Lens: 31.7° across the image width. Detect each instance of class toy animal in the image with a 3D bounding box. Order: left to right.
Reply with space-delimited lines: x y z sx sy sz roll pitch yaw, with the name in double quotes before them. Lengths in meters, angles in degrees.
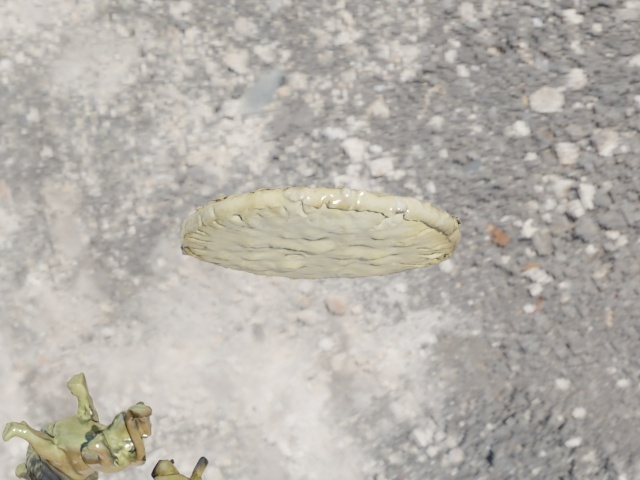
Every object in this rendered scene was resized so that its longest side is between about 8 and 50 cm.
"toy animal" -0.171 0.139 0.818 0.086 0.069 0.220 45 145 -9

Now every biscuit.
"biscuit" 0.000 0.000 0.593 0.152 0.152 0.020 -10 71 35

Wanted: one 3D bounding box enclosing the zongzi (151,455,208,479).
"zongzi" -0.132 0.416 0.760 0.447 0.181 0.418 -37 72 30
